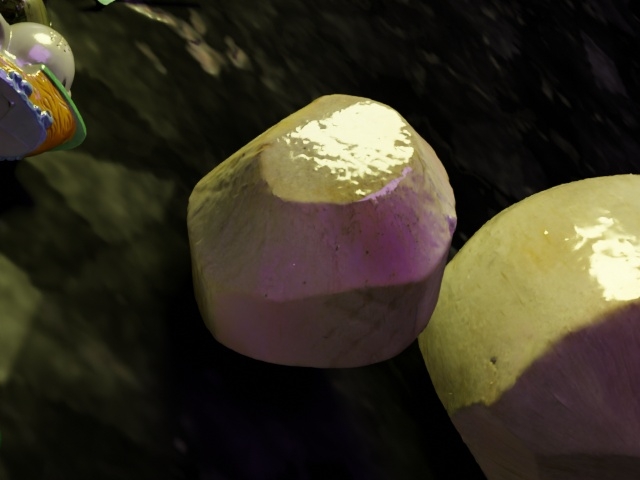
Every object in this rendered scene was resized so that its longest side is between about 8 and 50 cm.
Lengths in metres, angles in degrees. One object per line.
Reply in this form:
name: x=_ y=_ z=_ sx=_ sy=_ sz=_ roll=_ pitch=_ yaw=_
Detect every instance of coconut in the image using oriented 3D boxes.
coconut: x=0.299 y=0.133 z=1.879 sx=0.415 sy=0.345 sz=0.415 roll=-1 pitch=37 yaw=1
coconut: x=0.000 y=0.000 z=1.741 sx=0.259 sy=0.259 sz=0.259 roll=36 pitch=29 yaw=-23

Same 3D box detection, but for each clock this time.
clock: x=-0.292 y=-0.158 z=1.653 sx=0.231 sy=0.103 sz=0.144 roll=41 pitch=26 yaw=-19

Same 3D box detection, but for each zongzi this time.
zongzi: x=-0.295 y=-0.183 z=1.768 sx=0.052 sy=0.113 sz=0.104 roll=-55 pitch=142 yaw=-48

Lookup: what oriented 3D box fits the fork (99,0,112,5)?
fork: x=-0.188 y=-0.261 z=2.041 sx=0.039 sy=0.021 sz=0.235 roll=59 pitch=27 yaw=13
